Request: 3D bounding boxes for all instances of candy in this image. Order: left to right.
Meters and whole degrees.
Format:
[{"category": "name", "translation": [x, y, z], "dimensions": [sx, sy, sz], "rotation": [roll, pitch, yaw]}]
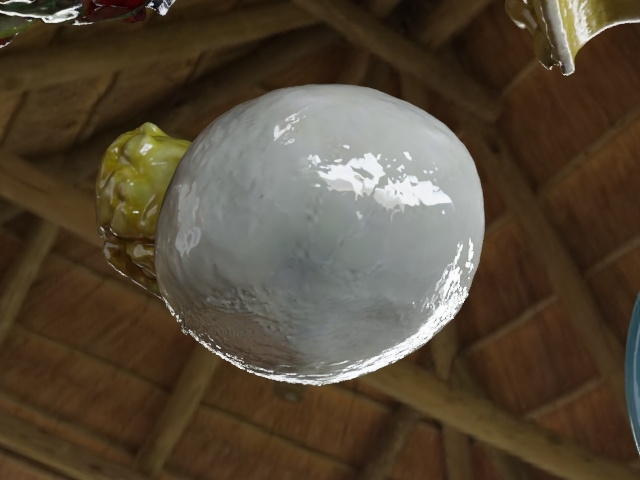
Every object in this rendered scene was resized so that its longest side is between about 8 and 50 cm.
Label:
[{"category": "candy", "translation": [0.000, 0.000, 0.994], "dimensions": [0.295, 0.295, 0.185], "rotation": [21, 10, -6]}]

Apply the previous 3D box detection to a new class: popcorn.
[{"category": "popcorn", "translation": [-0.139, -0.012, 1.202], "dimensions": [0.233, 0.192, 0.266], "rotation": [19, -13, -42]}]

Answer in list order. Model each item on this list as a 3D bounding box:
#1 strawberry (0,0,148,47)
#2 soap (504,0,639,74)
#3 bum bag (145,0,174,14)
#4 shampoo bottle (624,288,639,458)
[{"category": "strawberry", "translation": [-0.271, -0.298, 0.883], "dimensions": [0.292, 0.310, 0.292], "rotation": [-10, -10, -2]}, {"category": "soap", "translation": [0.217, -0.392, 1.217], "dimensions": [0.156, 0.293, 0.335], "rotation": [-25, -40, 8]}, {"category": "bum bag", "translation": [-0.188, -0.260, 1.106], "dimensions": [0.124, 0.034, 0.058], "rotation": [19, -53, -39]}, {"category": "shampoo bottle", "translation": [0.462, 0.104, 0.870], "dimensions": [0.343, 0.331, 0.331], "rotation": [1, -19, -35]}]
